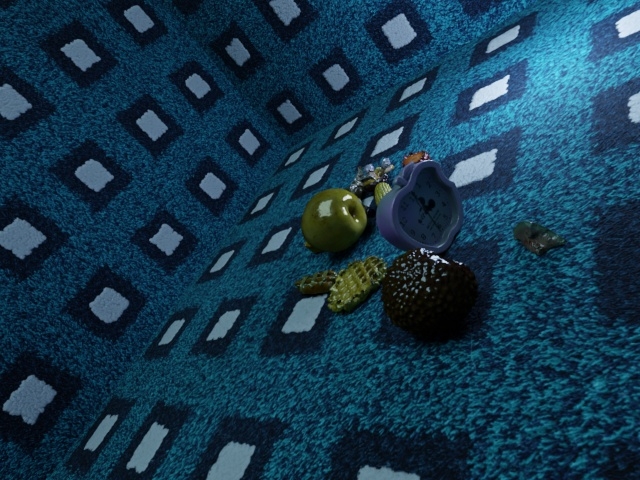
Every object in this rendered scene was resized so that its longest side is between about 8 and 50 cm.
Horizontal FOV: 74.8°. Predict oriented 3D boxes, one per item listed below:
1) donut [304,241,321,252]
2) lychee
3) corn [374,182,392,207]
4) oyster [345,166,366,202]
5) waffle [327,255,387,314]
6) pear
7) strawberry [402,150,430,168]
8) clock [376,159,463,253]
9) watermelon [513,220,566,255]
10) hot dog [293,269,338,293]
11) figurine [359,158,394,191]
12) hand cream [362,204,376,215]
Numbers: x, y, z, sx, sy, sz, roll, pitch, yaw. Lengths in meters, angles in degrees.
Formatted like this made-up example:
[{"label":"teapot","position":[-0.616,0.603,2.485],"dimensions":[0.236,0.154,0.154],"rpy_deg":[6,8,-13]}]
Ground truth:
[{"label":"donut","position":[0.000,0.000,2.180],"dimensions":[0.162,0.065,0.178],"rpy_deg":[-46,22,-20]},{"label":"lychee","position":[0.309,0.157,1.227],"dimensions":[0.268,0.267,0.267],"rpy_deg":[-34,25,19]},{"label":"corn","position":[0.308,-0.203,2.004],"dimensions":[0.093,0.093,0.244],"rpy_deg":[-35,24,17]},{"label":"oyster","position":[0.173,-0.253,2.314],"dimensions":[0.204,0.111,0.396],"rpy_deg":[-47,16,34]},{"label":"waffle","position":[0.143,0.169,1.674],"dimensions":[0.262,0.060,0.280],"rpy_deg":[-17,34,45]},{"label":"pear","position":[0.057,-0.090,1.958],"dimensions":[0.314,0.314,0.314],"rpy_deg":[-34,25,19]},{"label":"strawberry","position":[0.471,-0.380,2.054],"dimensions":[0.145,0.086,0.145],"rpy_deg":[-34,27,20]},{"label":"clock","position":[0.354,-0.113,1.500],"dimensions":[0.338,0.338,0.102],"rpy_deg":[-53,20,-21]},{"label":"watermelon","position":[0.621,-0.019,1.237],"dimensions":[0.080,0.101,0.155],"rpy_deg":[-50,13,11]},{"label":"hot dog","position":[-0.025,0.191,1.886],"dimensions":[0.270,0.072,0.109],"rpy_deg":[-15,33,44]},{"label":"figurine","position":[0.306,-0.347,2.222],"dimensions":[0.175,0.115,0.240],"rpy_deg":[-12,32,46]},{"label":"hand cream","position":[0.224,-0.146,2.109],"dimensions":[0.062,0.039,0.163],"rpy_deg":[-63,24,-5]}]
